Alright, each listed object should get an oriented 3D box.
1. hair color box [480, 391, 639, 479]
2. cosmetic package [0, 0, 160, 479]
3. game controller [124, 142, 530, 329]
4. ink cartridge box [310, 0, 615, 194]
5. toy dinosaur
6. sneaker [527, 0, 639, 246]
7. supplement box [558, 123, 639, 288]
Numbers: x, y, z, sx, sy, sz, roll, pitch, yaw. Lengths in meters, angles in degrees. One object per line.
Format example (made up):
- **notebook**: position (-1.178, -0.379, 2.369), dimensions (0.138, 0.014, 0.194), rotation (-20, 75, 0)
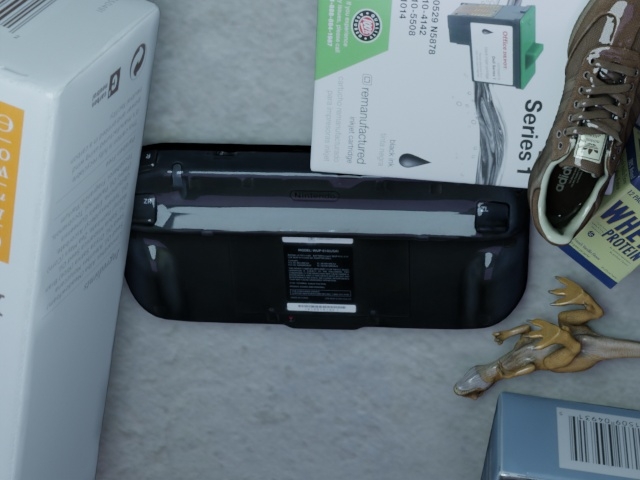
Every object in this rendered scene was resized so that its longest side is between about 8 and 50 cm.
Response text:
- **hair color box**: position (0.210, 0.316, 1.592), dimensions (0.185, 0.113, 0.374), rotation (8, 124, 1)
- **cosmetic package**: position (-0.278, 0.016, 1.398), dimensions (0.230, 0.161, 0.453), rotation (20, 125, 13)
- **game controller**: position (0.000, 0.000, 1.454), dimensions (0.319, 0.067, 0.166), rotation (2, 137, 6)
- **ink cartridge box**: position (0.108, -0.127, 1.330), dimensions (0.219, 0.092, 0.160), rotation (5, 123, 4)
- **toy dinosaur**: position (0.207, 0.082, 1.485), dimensions (0.211, 0.064, 0.112), rotation (-5, 146, 16)
- **sneaker**: position (0.187, -0.079, 1.254), dimensions (0.066, 0.071, 0.188), rotation (12, 123, -3)
- **supplement box**: position (0.221, -0.027, 1.387), dimensions (0.056, 0.083, 0.083), rotation (37, 118, -18)
